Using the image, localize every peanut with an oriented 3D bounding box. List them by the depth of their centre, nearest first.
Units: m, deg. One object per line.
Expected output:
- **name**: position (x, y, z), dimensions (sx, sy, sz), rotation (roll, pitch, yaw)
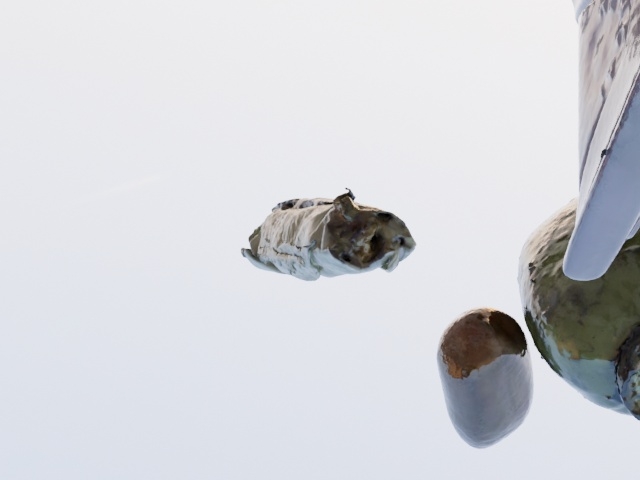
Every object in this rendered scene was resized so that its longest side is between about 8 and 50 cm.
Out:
- **peanut**: position (0.133, 0.113, 1.361), dimensions (0.076, 0.152, 0.076), rotation (-5, -134, 6)

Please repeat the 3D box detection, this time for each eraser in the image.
- **eraser**: position (0.174, -0.118, 0.844), dimensions (0.059, 0.243, 0.204), rotation (11, -120, -8)

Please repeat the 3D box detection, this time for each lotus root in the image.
- **lotus root**: position (0.237, 0.038, 1.334), dimensions (0.173, 0.173, 0.309), rotation (-13, -163, 2)

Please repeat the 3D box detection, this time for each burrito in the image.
- **burrito**: position (0.000, 0.000, 0.865), dimensions (0.045, 0.041, 0.185), rotation (-65, -166, -5)
